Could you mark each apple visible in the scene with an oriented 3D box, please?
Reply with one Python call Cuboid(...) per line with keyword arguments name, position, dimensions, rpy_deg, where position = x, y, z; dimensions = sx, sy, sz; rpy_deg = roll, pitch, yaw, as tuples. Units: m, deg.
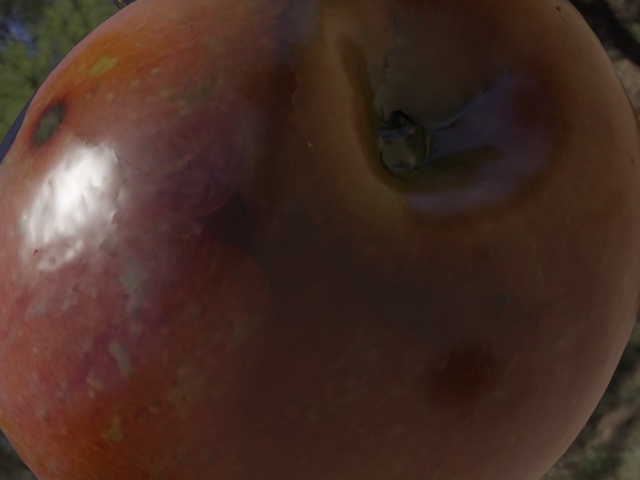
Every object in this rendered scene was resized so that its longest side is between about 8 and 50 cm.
Cuboid(name="apple", position=(0.000, 0.000, 0.521), dimensions=(0.253, 0.253, 0.253), rpy_deg=(-57, -6, -9))

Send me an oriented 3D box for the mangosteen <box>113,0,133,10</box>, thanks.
Cuboid(name="mangosteen", position=(-0.053, -0.204, 1.038), dimensions=(0.192, 0.217, 0.192), rpy_deg=(-30, 26, 16))
